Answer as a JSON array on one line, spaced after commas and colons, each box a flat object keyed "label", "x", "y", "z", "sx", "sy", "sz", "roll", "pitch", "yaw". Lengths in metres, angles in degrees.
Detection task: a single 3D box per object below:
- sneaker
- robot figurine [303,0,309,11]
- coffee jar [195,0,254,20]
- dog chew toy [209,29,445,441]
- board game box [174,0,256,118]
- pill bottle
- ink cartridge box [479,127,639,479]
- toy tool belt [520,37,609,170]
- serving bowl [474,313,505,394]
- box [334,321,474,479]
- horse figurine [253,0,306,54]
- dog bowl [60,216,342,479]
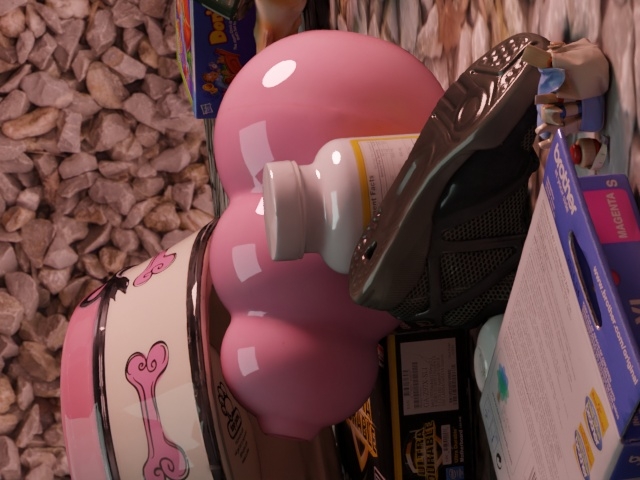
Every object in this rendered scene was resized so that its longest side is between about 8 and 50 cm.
[{"label": "sneaker", "x": 0.125, "y": -0.032, "z": 1.193, "sx": 0.227, "sy": 0.130, "sz": 0.087, "roll": -61, "pitch": 21, "yaw": 19}, {"label": "robot figurine", "x": -0.045, "y": -0.409, "z": 2.025, "sx": 0.291, "sy": 0.085, "sz": 0.211, "roll": 97, "pitch": 166, "yaw": -53}, {"label": "coffee jar", "x": -0.152, "y": -0.320, "z": 1.889, "sx": 0.096, "sy": 0.184, "sz": 0.079, "roll": -66, "pitch": -6, "yaw": 18}, {"label": "dog chew toy", "x": 0.000, "y": 0.000, "z": 1.422, "sx": 0.206, "sy": 0.207, "sz": 0.332, "roll": 129, "pitch": 151, "yaw": -77}, {"label": "board game box", "x": -0.129, "y": -0.347, "z": 2.053, "sx": 0.233, "sy": 0.078, "sz": 0.347, "roll": -114, "pitch": 22, "yaw": -65}, {"label": "pill bottle", "x": 0.052, "y": -0.028, "z": 1.285, "sx": 0.103, "sy": 0.184, "sz": 0.103, "roll": 176, "pitch": 90, "yaw": -81}, {"label": "ink cartridge box", "x": 0.163, "y": 0.095, "z": 1.049, "sx": 0.311, "sy": 0.065, "sz": 0.186, "roll": 93, "pitch": 168, "yaw": -53}, {"label": "toy tool belt", "x": 0.149, "y": -0.083, "z": 1.069, "sx": 0.052, "sy": 0.051, "sz": 0.083, "roll": -118, "pitch": 24, "yaw": -69}, {"label": "serving bowl", "x": 0.136, "y": 0.098, "z": 1.327, "sx": 0.083, "sy": 0.027, "sz": 0.083, "roll": 176, "pitch": 90, "yaw": -81}, {"label": "box", "x": 0.073, "y": 0.180, "z": 1.626, "sx": 0.322, "sy": 0.079, "sz": 0.257, "roll": -140, "pitch": 44, "yaw": -77}, {"label": "horse figurine", "x": -0.032, "y": -0.282, "z": 1.878, "sx": 0.263, "sy": 0.066, "sz": 0.174, "roll": 108, "pitch": -176, "yaw": -53}, {"label": "dog bowl", "x": -0.102, "y": 0.193, "z": 1.569, "sx": 0.408, "sy": 0.150, "sz": 0.408, "roll": -15, "pitch": -90, "yaw": -78}]
